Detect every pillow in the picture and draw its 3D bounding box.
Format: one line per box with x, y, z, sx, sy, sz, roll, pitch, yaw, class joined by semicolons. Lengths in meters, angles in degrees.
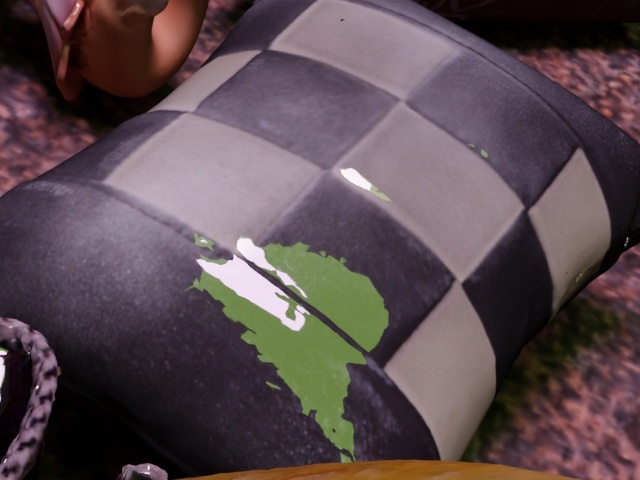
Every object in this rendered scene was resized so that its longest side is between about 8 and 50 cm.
0.000;0.000;0.560;0.186;0.106;0.250;33;46;13;pillow

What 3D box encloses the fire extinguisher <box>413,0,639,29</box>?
0.057;-0.145;0.743;0.252;0.106;0.075;-3;66;-28;fire extinguisher

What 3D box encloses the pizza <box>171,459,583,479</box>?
-0.035;0.101;0.293;0.262;0.034;0.181;-21;23;-19;pizza

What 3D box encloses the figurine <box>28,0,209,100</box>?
-0.131;-0.127;0.650;0.195;0.102;0.111;38;40;14;figurine

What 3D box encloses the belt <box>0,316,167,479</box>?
-0.103;0.164;0.343;0.126;0.094;0.359;8;40;-10;belt
